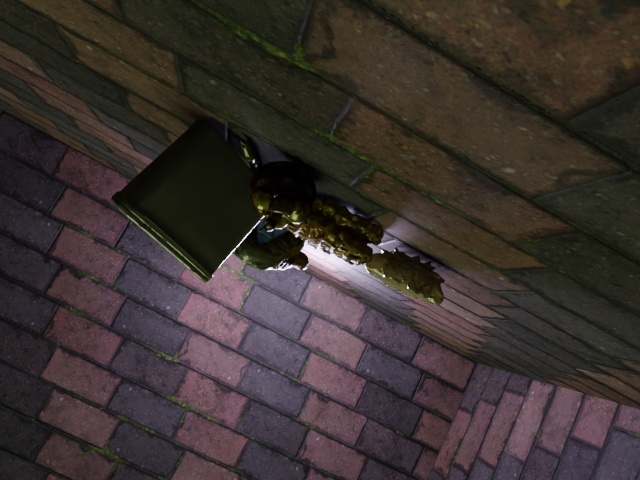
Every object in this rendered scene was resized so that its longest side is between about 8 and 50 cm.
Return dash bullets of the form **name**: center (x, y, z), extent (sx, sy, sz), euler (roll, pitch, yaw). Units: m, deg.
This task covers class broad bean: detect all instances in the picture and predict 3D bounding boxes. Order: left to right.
- **broad bean**: center (-0.202, -0.237, 1.533), extent (0.052, 0.052, 0.256), euler (29, 171, 8)

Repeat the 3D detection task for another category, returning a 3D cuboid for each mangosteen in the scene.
- **mangosteen**: center (-0.113, -0.115, 1.440), extent (0.192, 0.217, 0.192), euler (10, 154, 5)

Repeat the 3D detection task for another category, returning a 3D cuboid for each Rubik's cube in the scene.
- **Rubik's cube**: center (-0.233, -0.093, 2.152), extent (0.211, 0.191, 0.178), euler (13, 147, 38)

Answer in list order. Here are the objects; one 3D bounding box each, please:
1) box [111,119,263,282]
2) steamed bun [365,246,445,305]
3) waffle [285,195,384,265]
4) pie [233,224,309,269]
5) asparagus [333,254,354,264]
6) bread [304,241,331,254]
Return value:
- **box**: center (-0.360, -0.115, 1.525), extent (0.352, 0.344, 0.177), euler (49, 170, -32)
- **steamed bun**: center (0.294, 0.108, 1.774), extent (0.292, 0.137, 0.295), euler (27, 176, -4)
- **waffle**: center (0.033, -0.038, 1.686), extent (0.324, 0.151, 0.261), euler (17, 169, 42)
- **pie**: center (-0.285, 0.012, 2.357), extent (0.395, 0.181, 0.417), euler (28, -166, 35)
- **asparagus**: center (0.053, 0.058, 2.466), extent (0.248, 0.025, 0.024), euler (29, 128, -8)
- **bread**: center (0.000, 0.001, 2.161), extent (0.125, 0.082, 0.106), euler (23, -173, -46)
